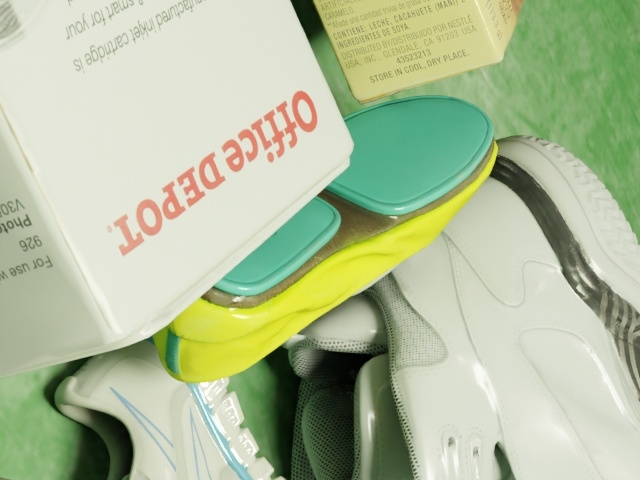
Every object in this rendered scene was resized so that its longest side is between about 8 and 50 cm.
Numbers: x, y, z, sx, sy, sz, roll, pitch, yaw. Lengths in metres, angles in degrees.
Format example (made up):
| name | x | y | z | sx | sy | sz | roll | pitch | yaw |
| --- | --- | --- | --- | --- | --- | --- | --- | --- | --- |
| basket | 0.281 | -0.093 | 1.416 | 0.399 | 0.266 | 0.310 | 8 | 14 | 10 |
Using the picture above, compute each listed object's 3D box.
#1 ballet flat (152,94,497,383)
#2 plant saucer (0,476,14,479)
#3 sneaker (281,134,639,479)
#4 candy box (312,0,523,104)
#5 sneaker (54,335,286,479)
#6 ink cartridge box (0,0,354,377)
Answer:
| name | x | y | z | sx | sy | sz | roll | pitch | yaw |
| --- | --- | --- | --- | --- | --- | --- | --- | --- | --- |
| ballet flat | 0.000 | 0.000 | 0.902 | 0.231 | 0.077 | 0.077 | -33 | 148 | -46 |
| plant saucer | -0.162 | 0.276 | 0.628 | 0.400 | 0.100 | 0.400 | -40 | 145 | -37 |
| sneaker | 0.113 | 0.140 | 1.003 | 0.210 | 0.137 | 0.366 | -26 | 90 | -35 |
| candy box | 0.013 | -0.251 | 0.943 | 0.316 | 0.088 | 0.183 | 65 | 24 | -23 |
| sneaker | -0.057 | 0.128 | 0.883 | 0.083 | 0.071 | 0.190 | -32 | 84 | -32 |
| ink cartridge box | -0.128 | -0.111 | 0.731 | 0.211 | 0.121 | 0.289 | -41 | 109 | -57 |
